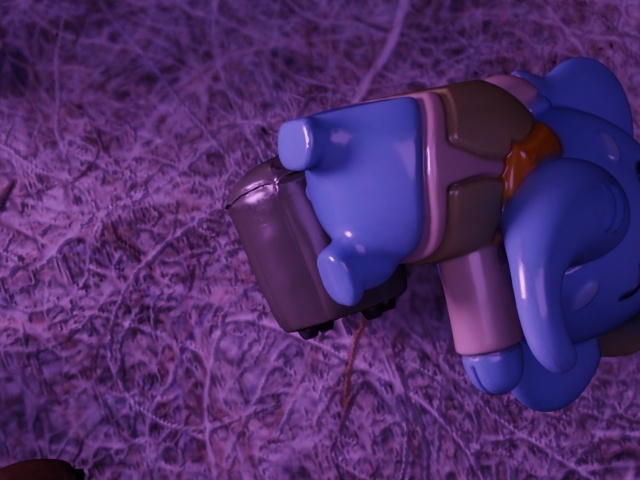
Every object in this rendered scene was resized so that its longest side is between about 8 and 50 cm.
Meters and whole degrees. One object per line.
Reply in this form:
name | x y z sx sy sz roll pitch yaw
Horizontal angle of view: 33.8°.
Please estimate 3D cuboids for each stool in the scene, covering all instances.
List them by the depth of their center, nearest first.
stool | 0.000 0.000 0.638 0.096 0.096 0.110 -20 86 1

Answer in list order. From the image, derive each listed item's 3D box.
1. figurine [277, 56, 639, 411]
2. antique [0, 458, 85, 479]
figurine | 0.101 -0.003 0.574 0.262 0.154 0.180 -5 64 -33
antique | -0.233 0.211 0.618 0.257 0.121 0.143 -22 55 4
